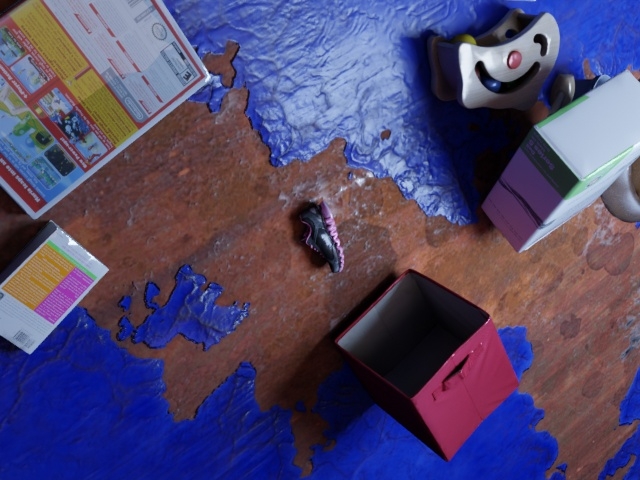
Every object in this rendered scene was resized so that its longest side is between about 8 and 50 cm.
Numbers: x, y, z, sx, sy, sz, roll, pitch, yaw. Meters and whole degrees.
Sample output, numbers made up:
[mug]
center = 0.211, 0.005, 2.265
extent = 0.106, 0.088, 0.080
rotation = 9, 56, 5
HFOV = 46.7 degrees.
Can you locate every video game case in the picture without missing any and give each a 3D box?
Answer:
[video game case]
center = -0.292, -0.189, 0.872
extent = 0.285, 0.025, 0.204
rotation = -42, 126, -13

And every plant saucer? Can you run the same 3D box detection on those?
[plant saucer]
center = 0.680, -0.181, 1.488
extent = 0.310, 0.050, 0.311
rotation = -10, 110, -29

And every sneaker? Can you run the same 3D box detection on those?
[sneaker]
center = 0.000, 0.000, 1.123
extent = 0.057, 0.047, 0.119
rotation = -19, 115, -5

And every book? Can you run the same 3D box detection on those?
[book]
center = -0.348, 0.061, 0.923
extent = 0.144, 0.035, 0.096
rotation = -48, 127, -10

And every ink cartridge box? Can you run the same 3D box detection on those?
[ink cartridge box]
center = 0.400, -0.118, 1.196
extent = 0.198, 0.115, 0.273
rotation = -31, 164, -18

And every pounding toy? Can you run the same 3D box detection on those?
[pounding toy]
center = 0.313, -0.279, 1.154
extent = 0.269, 0.155, 0.154
rotation = -5, 113, -31

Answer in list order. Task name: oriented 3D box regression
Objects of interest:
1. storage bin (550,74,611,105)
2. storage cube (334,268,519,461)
[storage bin]
center = 0.482, -0.240, 1.314
extent = 0.135, 0.091, 0.098
rotation = 27, 90, -36
[storage cube]
center = 0.174, 0.197, 1.196
extent = 0.183, 0.215, 0.193
rotation = -43, 130, -14
